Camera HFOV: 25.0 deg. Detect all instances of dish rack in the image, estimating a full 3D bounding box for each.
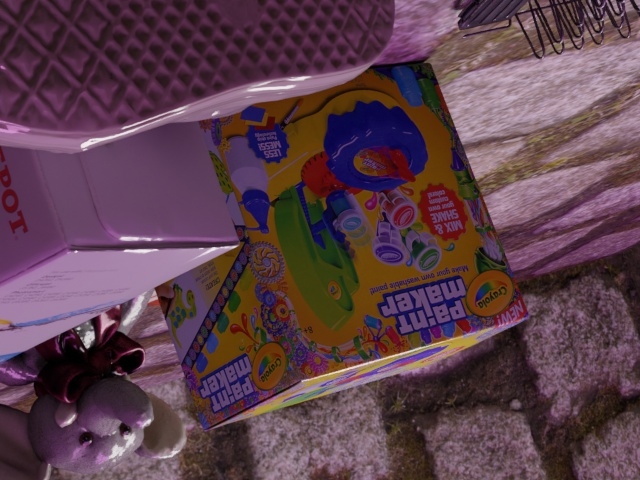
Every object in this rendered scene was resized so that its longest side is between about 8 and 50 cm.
[{"bbox_3d":[0.263,-0.228,1.280,0.271,0.074,0.208,-15,168,-23],"label":"dish rack"}]

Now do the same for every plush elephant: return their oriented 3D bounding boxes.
[{"bbox_3d":[-0.257,0.130,1.503,0.272,0.255,0.330,-23,170,-35],"label":"plush elephant"}]

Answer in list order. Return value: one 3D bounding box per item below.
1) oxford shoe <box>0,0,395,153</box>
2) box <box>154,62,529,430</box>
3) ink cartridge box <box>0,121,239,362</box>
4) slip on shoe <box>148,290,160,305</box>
[{"bbox_3d":[-0.135,-0.133,0.826,0.130,0.169,0.449,-6,-178,40],"label":"oxford shoe"},{"bbox_3d":[0.000,0.000,1.384,0.290,0.279,0.177,-12,167,-39],"label":"box"},{"bbox_3d":[-0.237,-0.034,0.989,0.270,0.198,0.197,-25,168,27],"label":"ink cartridge box"},{"bbox_3d":[-0.148,0.014,1.644,0.331,0.123,0.101,-17,177,17],"label":"slip on shoe"}]
